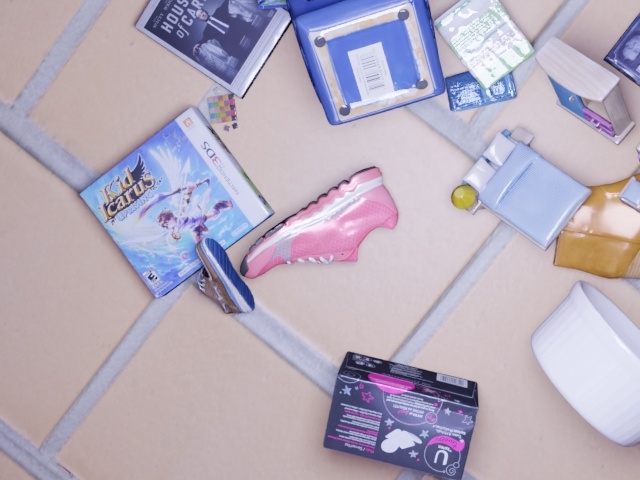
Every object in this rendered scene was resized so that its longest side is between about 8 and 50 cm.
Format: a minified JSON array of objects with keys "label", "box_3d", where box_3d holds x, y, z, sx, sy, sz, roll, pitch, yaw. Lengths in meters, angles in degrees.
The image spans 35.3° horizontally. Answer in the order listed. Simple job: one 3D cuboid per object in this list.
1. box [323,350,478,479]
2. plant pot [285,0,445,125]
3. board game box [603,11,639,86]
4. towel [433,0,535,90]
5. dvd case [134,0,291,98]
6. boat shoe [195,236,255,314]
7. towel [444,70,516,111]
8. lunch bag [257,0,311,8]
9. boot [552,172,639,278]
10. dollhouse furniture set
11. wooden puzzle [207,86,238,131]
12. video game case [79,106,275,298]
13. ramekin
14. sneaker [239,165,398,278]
[{"label":"box","box_3d":[0.143,0.308,1.779,0.247,0.163,0.142,14,100,6]},{"label":"plant pot","box_3d":[0.077,-0.333,1.660,0.236,0.212,0.236,-16,124,6]},{"label":"board game box","box_3d":[0.635,-0.305,1.721,0.243,0.042,0.165,37,99,3]},{"label":"towel","box_3d":[0.284,-0.352,1.744,0.113,0.023,0.152,-37,92,13]},{"label":"dvd case","box_3d":[-0.192,-0.397,1.823,0.238,0.029,0.179,34,98,2]},{"label":"boat shoe","box_3d":[-0.186,0.073,1.813,0.066,0.066,0.183,-20,125,14]},{"label":"towel","box_3d":[0.282,-0.270,1.775,0.119,0.029,0.067,-13,93,8]},{"label":"lunch bag","box_3d":[-0.040,-0.484,1.764,0.151,0.096,0.129,-6,86,-12]},{"label":"boot","box_3d":[0.516,-0.077,1.727,0.211,0.104,0.295,12,101,6]},{"label":"dollhouse furniture set","box_3d":[0.388,-0.118,1.638,0.286,0.198,0.303,41,95,29]},{"label":"wooden puzzle","box_3d":[-0.180,-0.241,1.846,0.049,0.006,0.083,-8,94,8]},{"label":"video game case","box_3d":[-0.263,-0.068,1.846,0.269,0.061,0.244,-37,89,9]},{"label":"ramekin","box_3d":[0.480,0.211,1.679,0.277,0.277,0.135,46,107,1]},{"label":"sneaker","box_3d":[0.000,0.000,1.793,0.314,0.116,0.136,-33,92,9]}]
